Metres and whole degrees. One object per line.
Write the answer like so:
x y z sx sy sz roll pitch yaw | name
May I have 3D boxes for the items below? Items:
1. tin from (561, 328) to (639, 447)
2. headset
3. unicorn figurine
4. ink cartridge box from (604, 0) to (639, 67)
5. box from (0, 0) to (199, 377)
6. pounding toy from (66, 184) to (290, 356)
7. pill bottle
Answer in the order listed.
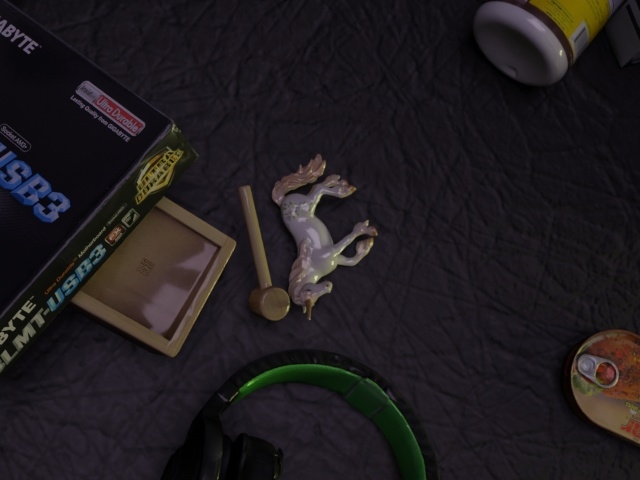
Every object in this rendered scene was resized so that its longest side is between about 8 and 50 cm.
0.345 0.166 1.018 0.189 0.040 0.106 26 73 -3 | tin
-0.036 0.256 0.836 0.243 0.185 0.394 38 55 1 | headset
0.000 0.000 0.991 0.111 0.060 0.162 -25 68 -12 | unicorn figurine
0.429 -0.279 0.960 0.165 0.333 0.065 -17 79 -10 | ink cartridge box
-0.311 -0.056 0.878 0.295 0.073 0.293 37 81 25 | box
-0.132 0.023 0.949 0.206 0.094 0.181 33 74 -20 | pounding toy
0.269 -0.279 1.046 0.117 0.117 0.215 40 76 0 | pill bottle
